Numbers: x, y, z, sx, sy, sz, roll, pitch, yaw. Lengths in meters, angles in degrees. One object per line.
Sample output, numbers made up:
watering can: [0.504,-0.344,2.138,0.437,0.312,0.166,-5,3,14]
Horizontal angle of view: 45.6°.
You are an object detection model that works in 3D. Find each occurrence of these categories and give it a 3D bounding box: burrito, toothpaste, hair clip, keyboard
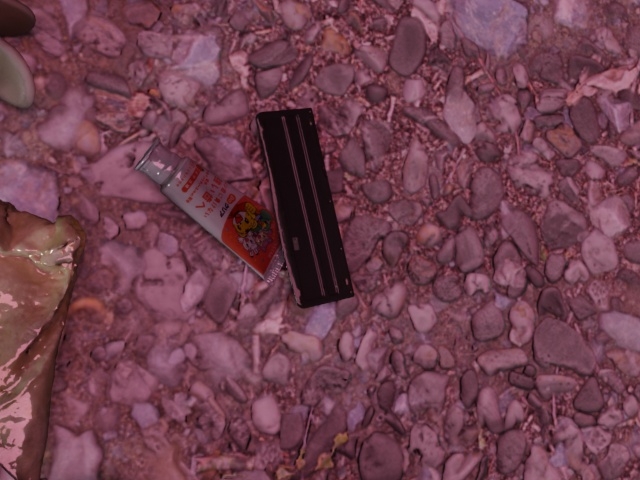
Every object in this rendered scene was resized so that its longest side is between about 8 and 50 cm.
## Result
burrito: [-0.379,0.114,0.886,0.175,0.107,0.348,5,80,-1]
toothpaste: [-0.135,-0.044,1.009,0.234,0.057,0.089,38,68,-19]
hair clip: [-0.453,-0.265,0.878,0.282,0.172,0.113,28,61,-36]
keyboard: [-0.006,0.004,1.044,0.103,0.041,0.381,-10,80,-30]
